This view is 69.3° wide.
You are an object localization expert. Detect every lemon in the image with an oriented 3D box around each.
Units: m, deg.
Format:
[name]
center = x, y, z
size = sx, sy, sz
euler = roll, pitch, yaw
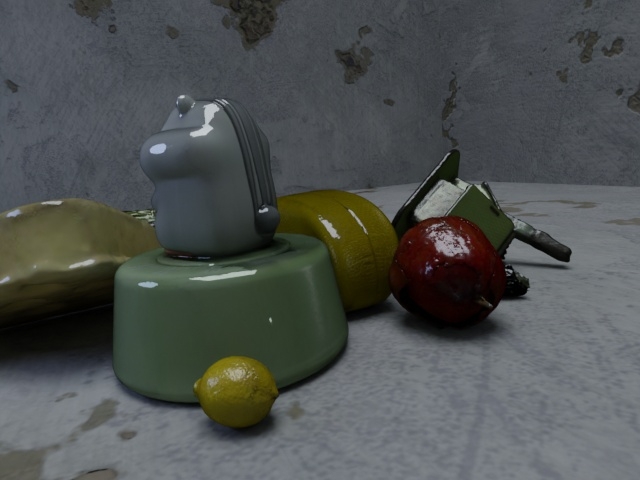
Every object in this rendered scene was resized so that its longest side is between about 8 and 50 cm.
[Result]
[lemon]
center = -0.077, 0.137, 0.420
size = 0.083, 0.062, 0.062
euler = 2, 12, 15

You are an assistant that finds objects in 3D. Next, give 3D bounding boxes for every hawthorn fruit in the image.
[hawthorn fruit]
center = 0.171, 0.047, 0.604
size = 0.148, 0.148, 0.172
euler = -9, 28, -21

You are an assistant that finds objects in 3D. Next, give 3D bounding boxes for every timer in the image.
[timer]
center = -0.123, -0.014, 0.568
size = 0.291, 0.315, 0.291
euler = -6, 10, 1

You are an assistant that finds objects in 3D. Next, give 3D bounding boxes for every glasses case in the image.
[glasses case]
center = 0.000, 0.000, 0.812
size = 0.141, 0.173, 0.371
euler = -13, 13, -26

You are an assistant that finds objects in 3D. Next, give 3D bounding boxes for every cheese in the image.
[cheese]
center = -0.377, 0.037, 0.662
size = 0.384, 0.104, 0.384
euler = -16, -8, -2

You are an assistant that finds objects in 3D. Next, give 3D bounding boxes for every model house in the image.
[model house]
center = 0.294, 0.005, 0.855
size = 0.279, 0.218, 0.205
euler = 36, -13, 25

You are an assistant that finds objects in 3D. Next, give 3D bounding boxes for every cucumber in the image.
[cucumber]
center = 0.222, 0.067, 0.714
size = 0.182, 0.053, 0.053
euler = -6, 10, 8

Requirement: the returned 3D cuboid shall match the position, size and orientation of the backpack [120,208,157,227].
[backpack]
center = -0.430, -0.012, 1.189
size = 0.253, 0.140, 0.207
euler = -3, 8, -26
